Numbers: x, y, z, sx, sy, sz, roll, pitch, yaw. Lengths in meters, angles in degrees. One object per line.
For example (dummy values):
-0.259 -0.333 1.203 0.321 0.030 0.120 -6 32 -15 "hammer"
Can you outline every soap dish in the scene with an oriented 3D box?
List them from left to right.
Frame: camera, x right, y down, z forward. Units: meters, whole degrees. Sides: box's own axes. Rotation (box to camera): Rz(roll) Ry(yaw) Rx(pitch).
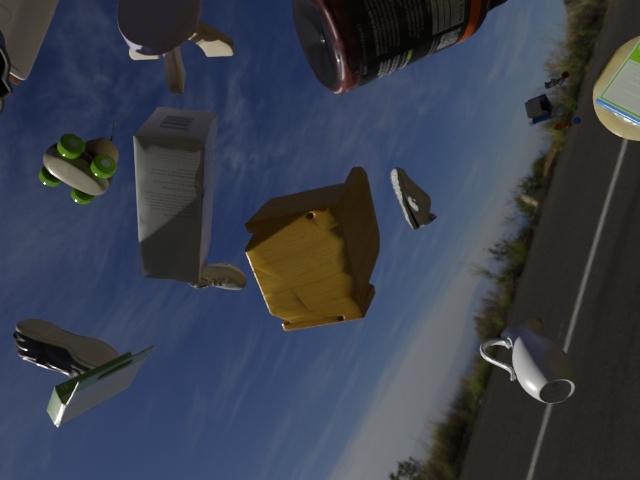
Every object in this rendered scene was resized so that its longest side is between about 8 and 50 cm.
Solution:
-0.764 -0.554 1.080 0.229 0.118 0.290 72 -145 -85 "soap dish"

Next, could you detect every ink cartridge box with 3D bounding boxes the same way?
-0.470 0.293 0.977 0.171 0.056 0.235 -23 -23 -49 "ink cartridge box"

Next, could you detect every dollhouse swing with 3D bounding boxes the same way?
0.000 0.000 1.257 0.304 0.316 0.346 -86 -18 -57 "dollhouse swing"

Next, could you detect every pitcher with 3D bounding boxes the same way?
0.500 0.295 1.110 0.125 0.178 0.207 60 -168 -28 "pitcher"

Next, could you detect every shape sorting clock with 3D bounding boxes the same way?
0.639 -0.295 0.872 0.040 0.206 0.206 -11 -58 -41 "shape sorting clock"

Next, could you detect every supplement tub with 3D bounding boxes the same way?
0.081 -0.222 0.427 0.198 0.106 0.106 -26 -34 -10 "supplement tub"

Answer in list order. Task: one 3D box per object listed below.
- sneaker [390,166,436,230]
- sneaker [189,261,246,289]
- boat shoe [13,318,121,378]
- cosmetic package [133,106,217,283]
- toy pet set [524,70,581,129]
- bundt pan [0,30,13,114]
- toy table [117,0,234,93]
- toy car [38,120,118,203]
0.303 -0.147 1.493 0.090 0.095 0.235 -103 -14 -59 "sneaker"
-0.373 0.127 1.514 0.099 0.263 0.121 -62 22 23 "sneaker"
-0.678 0.315 1.238 0.112 0.336 0.095 -39 -32 -71 "boat shoe"
-0.351 -0.107 1.132 0.217 0.157 0.384 -94 12 -55 "cosmetic package"
0.547 -0.311 1.065 0.065 0.114 0.122 -8 -94 -41 "toy pet set"
-0.706 -0.339 0.770 0.330 0.331 0.124 90 164 -50 "bundt pan"
-0.337 -0.478 1.029 0.160 0.253 0.274 80 -160 -66 "toy table"
-0.551 -0.211 1.097 0.149 0.155 0.188 36 -138 -27 "toy car"
